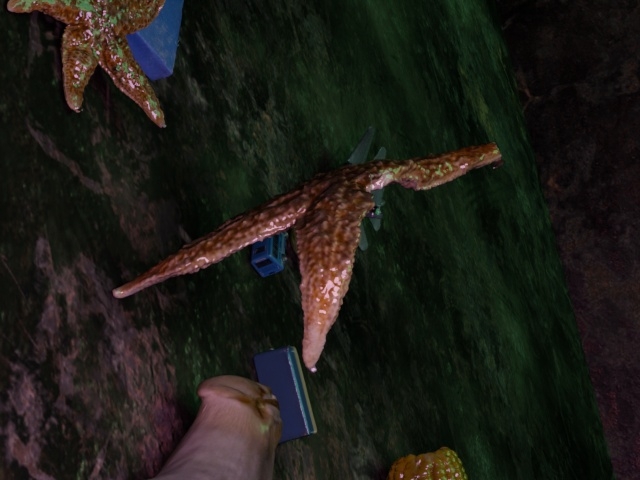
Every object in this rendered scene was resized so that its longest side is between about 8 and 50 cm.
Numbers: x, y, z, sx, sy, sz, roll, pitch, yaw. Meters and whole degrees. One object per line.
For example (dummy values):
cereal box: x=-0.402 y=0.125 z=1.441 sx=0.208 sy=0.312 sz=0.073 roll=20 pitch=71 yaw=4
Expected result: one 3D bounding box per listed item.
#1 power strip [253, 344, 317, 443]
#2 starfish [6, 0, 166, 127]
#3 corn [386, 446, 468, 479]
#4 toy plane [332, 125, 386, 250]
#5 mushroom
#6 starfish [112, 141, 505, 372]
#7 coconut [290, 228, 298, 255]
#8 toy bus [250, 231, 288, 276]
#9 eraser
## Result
power strip: x=-0.046 y=0.198 z=1.569 sx=0.032 sy=0.056 sz=0.123 roll=12 pitch=61 yaw=-66
starfish: x=-0.253 y=-0.255 z=1.393 sx=0.236 sy=0.062 sz=0.277 roll=-27 pitch=111 yaw=-45
corn: x=0.184 y=0.482 z=1.789 sx=0.131 sy=0.131 sz=0.344 roll=22 pitch=53 yaw=-62
toy plane: x=0.043 y=-0.075 z=1.947 sx=0.267 sy=0.088 sz=0.212 roll=-15 pitch=110 yaw=-66
mushroom: x=-0.137 y=0.264 z=1.227 sx=0.177 sy=0.126 sz=0.397 roll=62 pitch=26 yaw=-2
starfish: x=-0.005 y=-0.009 z=1.399 sx=0.132 sy=0.384 sz=0.398 roll=65 pitch=24 yaw=-21
coconut: x=0.000 y=0.000 z=1.801 sx=0.096 sy=0.088 sz=0.088 roll=36 pitch=41 yaw=-47
toy bus: x=-0.072 y=0.006 z=1.683 sx=0.046 sy=0.038 sz=0.083 roll=48 pitch=31 yaw=-39
eraser: x=-0.232 y=-0.361 z=1.592 sx=0.144 sy=0.042 sz=0.312 roll=49 pitch=31 yaw=-41
